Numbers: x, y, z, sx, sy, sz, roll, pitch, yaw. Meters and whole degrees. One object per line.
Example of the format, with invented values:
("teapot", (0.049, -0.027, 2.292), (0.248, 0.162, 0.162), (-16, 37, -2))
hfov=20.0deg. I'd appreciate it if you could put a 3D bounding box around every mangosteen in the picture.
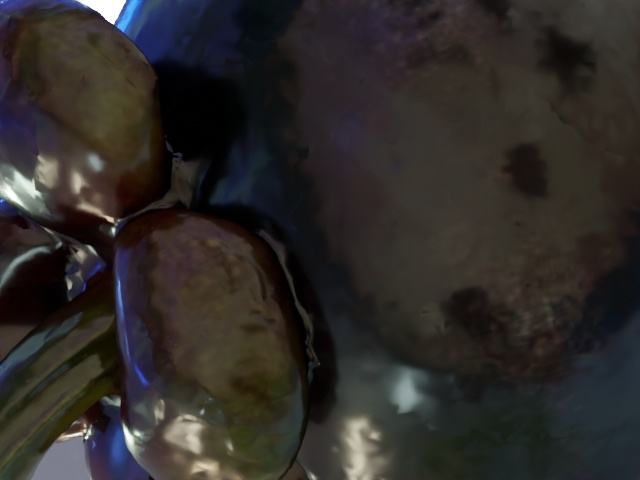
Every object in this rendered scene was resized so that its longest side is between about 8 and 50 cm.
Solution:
("mangosteen", (0.000, 0.000, 0.920), (0.435, 0.382, 0.382), (-8, -122, -16))
